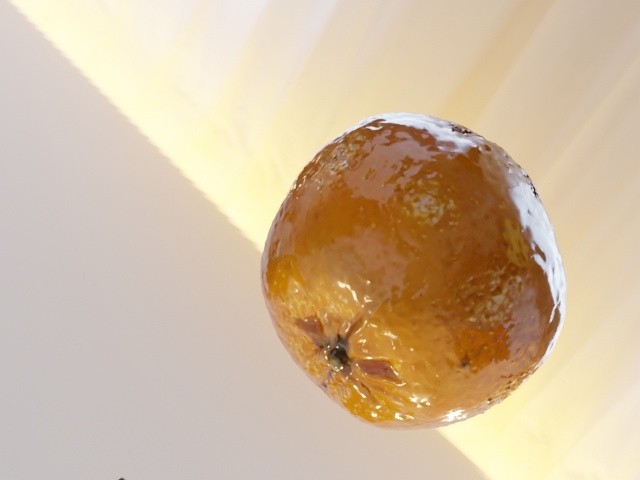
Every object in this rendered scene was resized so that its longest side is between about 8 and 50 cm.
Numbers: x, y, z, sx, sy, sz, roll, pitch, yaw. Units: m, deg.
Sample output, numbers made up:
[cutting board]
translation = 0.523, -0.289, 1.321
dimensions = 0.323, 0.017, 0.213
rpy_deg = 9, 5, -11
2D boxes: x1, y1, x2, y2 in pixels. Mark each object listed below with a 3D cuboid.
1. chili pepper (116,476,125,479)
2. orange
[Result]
[chili pepper]
translation = -0.236, 0.281, 1.553
dimensions = 0.017, 0.083, 0.030
rpy_deg = 42, -167, -19
[orange]
translation = 0.050, 0.024, 0.871
dimensions = 0.161, 0.193, 0.193
rpy_deg = -36, -107, -27
